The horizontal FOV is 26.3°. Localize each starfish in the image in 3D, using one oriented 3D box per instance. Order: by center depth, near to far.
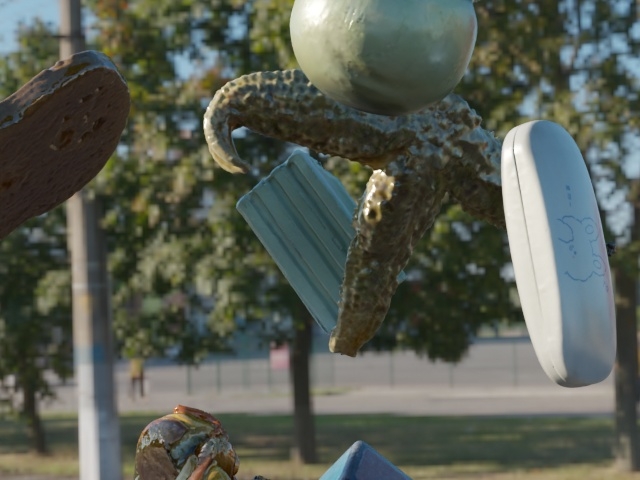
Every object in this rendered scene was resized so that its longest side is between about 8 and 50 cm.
[{"bbox_3d":[0.089,-0.044,1.477,0.324,0.432,0.082,-40,22,-6],"label":"starfish"}]

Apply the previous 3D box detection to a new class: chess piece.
[{"bbox_3d":[0.082,-0.249,1.000,0.182,0.330,0.182,20,-8,3],"label":"chess piece"}]

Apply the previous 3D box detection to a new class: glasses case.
[{"bbox_3d":[0.206,0.010,1.184,0.059,0.234,0.092,-16,-15,40],"label":"glasses case"}]

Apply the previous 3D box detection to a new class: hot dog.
[{"bbox_3d":[-0.126,0.317,1.349,0.117,0.349,0.158,-7,38,-27],"label":"hot dog"}]

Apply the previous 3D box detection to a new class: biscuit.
[{"bbox_3d":[-0.325,-0.108,1.584,0.257,0.049,0.273,-39,-15,-25],"label":"biscuit"}]

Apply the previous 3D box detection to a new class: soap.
[{"bbox_3d":[0.000,0.000,1.634,0.114,0.198,0.063,-38,-10,19],"label":"soap"}]

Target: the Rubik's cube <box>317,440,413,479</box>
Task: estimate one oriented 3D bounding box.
[{"bbox_3d":[0.045,0.493,1.677,0.301,0.303,0.305,-49,3,26],"label":"Rubik's cube"}]
